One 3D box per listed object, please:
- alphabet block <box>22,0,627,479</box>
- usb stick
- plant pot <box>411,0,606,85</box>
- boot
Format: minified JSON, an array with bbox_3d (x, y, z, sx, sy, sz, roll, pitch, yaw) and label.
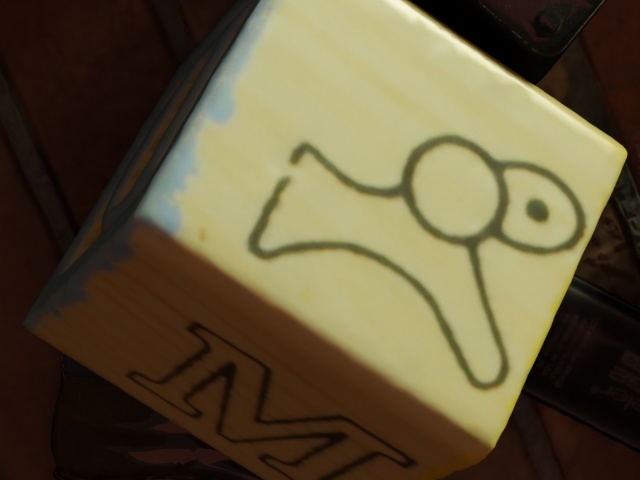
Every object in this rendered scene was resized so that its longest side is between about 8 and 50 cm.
[{"bbox_3d":[0.000,0.000,0.984,0.197,0.193,0.192,34,65,-11],"label":"alphabet block"},{"bbox_3d":[0.210,0.094,1.132,0.278,0.045,0.077,27,103,-11],"label":"usb stick"},{"bbox_3d":[0.092,-0.184,1.004,0.187,0.167,0.188,40,95,-11],"label":"plant pot"},{"bbox_3d":[-0.042,0.089,1.083,0.219,0.082,0.106,-7,104,-3],"label":"boot"}]
